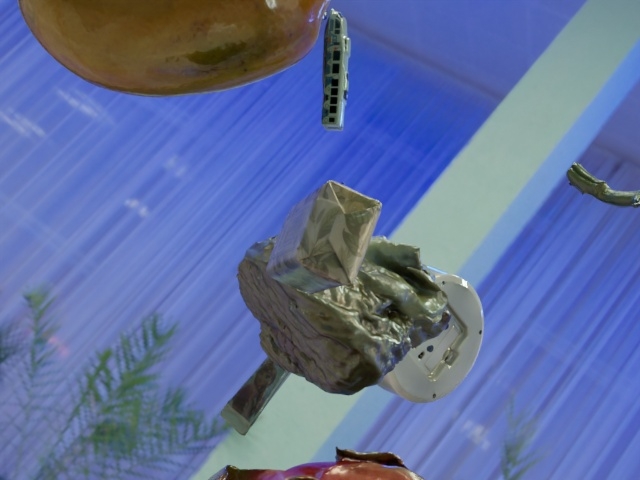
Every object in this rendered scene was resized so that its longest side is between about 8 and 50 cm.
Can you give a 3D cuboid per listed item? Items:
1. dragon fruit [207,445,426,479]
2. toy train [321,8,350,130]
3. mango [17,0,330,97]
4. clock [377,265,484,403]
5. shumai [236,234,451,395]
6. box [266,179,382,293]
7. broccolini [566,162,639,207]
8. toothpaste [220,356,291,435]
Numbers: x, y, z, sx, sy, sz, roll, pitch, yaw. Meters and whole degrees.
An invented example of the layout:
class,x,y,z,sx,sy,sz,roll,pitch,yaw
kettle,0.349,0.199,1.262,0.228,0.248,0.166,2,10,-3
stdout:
class,x,y,z,sx,sy,sz,roll,pitch,yaw
dragon fruit,-0.014,0.330,0.875,0.226,0.305,0.305,30,-8,-37
toy train,0.026,-0.293,1.566,0.047,0.207,0.043,1,-7,13
mango,-0.197,-0.351,1.295,0.232,0.445,0.300,136,-57,-77
clock,0.178,0.162,1.577,0.083,0.230,0.230,22,-26,51
shumai,0.036,0.062,1.066,0.256,0.218,0.189,16,-56,64
box,0.000,0.000,0.614,0.045,0.062,0.098,24,-11,-13
broccolini,0.348,-0.095,0.982,0.062,0.123,0.271,10,-2,-22
toothpaste,-0.052,0.164,1.237,0.062,0.216,0.037,28,-16,48
